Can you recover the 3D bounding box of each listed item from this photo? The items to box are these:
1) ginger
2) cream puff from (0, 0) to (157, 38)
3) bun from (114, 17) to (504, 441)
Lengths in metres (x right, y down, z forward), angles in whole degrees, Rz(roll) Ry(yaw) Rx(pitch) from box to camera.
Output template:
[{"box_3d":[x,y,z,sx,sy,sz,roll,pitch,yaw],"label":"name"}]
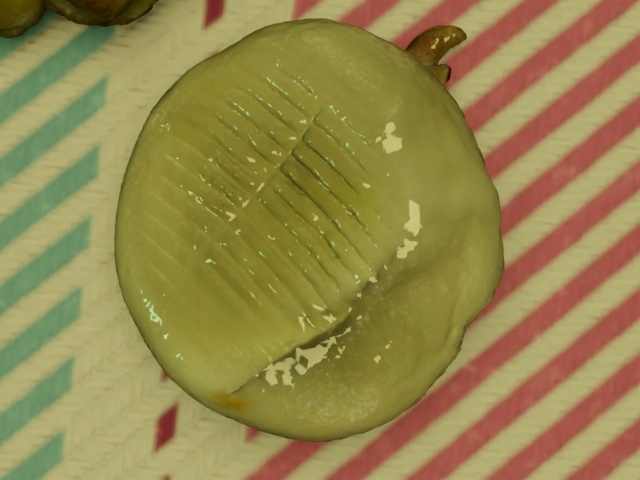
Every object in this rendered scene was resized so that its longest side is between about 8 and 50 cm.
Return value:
[{"box_3d":[0.049,-0.088,1.150,0.097,0.030,0.048,-32,59,-4],"label":"ginger"},{"box_3d":[-0.153,-0.229,1.089,0.244,0.196,0.244,-3,83,26],"label":"cream puff"},{"box_3d":[0.000,0.000,1.088,0.229,0.145,0.229,-7,75,29],"label":"bun"}]
